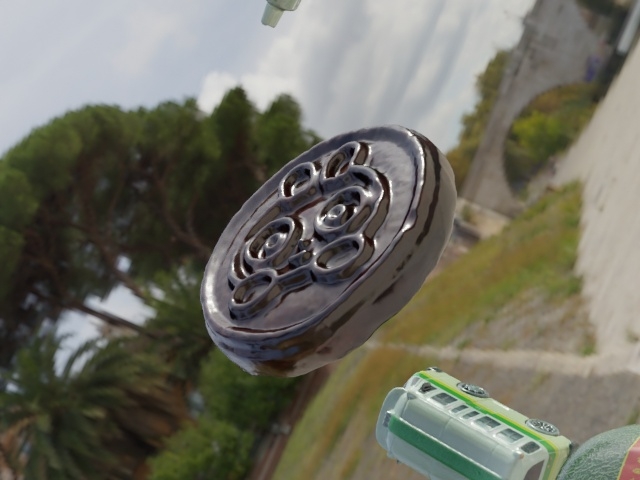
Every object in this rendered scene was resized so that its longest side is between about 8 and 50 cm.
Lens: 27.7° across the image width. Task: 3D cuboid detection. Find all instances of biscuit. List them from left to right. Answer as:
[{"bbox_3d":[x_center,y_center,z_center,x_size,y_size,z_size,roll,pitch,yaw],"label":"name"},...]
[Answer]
[{"bbox_3d":[0.000,0.000,1.774,0.407,0.091,0.407,-31,33,22],"label":"biscuit"}]

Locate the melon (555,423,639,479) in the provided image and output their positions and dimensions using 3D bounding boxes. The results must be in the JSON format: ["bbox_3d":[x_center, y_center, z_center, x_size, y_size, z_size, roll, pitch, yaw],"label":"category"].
[{"bbox_3d":[0.347,0.272,1.301,0.287,0.182,0.182,-5,50,47],"label":"melon"}]

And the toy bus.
[{"bbox_3d":[0.215,0.298,1.900,0.165,0.276,0.133,1,-70,-52],"label":"toy bus"}]

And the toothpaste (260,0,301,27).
[{"bbox_3d":[-0.008,-0.304,1.259,0.218,0.041,0.064,-63,30,24],"label":"toothpaste"}]
